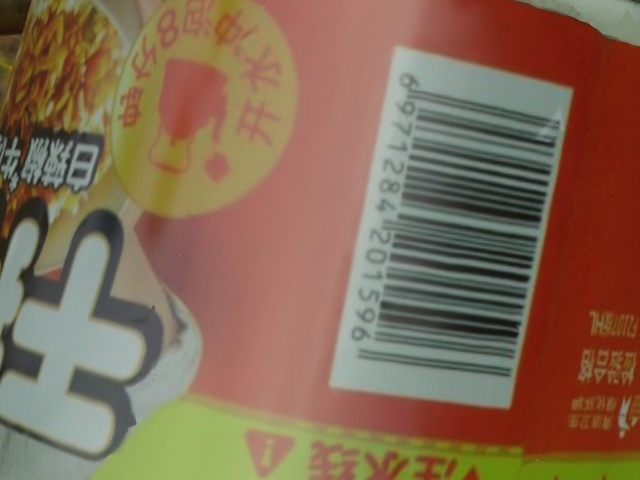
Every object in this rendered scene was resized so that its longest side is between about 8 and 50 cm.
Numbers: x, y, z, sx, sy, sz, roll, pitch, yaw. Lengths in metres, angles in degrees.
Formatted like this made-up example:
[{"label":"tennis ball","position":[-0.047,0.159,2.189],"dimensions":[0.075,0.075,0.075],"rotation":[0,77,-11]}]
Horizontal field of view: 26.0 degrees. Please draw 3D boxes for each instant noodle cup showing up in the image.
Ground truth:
[{"label":"instant noodle cup","position":[-0.007,0.059,0.459],"dimensions":[0.294,0.294,0.307],"rotation":[18,98,28]}]

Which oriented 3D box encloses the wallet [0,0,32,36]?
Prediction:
[{"label":"wallet","position":[-0.266,-0.278,1.413],"dimensions":[0.031,0.255,0.137],"rotation":[-13,92,40]}]
